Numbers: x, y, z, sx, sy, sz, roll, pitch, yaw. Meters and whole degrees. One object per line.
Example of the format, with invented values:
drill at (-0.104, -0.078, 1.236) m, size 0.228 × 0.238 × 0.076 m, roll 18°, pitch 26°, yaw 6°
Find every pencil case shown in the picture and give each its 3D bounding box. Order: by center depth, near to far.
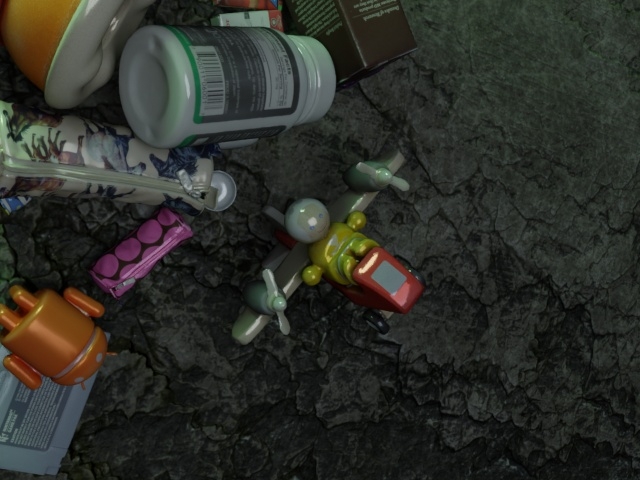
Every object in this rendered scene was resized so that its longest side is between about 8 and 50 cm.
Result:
pencil case at (-0.383, -0.136, 1.236) m, size 0.411 × 0.184 × 0.159 m, roll 4°, pitch 106°, yaw -36°
pencil case at (-0.343, 0.024, 1.362) m, size 0.209 × 0.098 × 0.095 m, roll -45°, pitch 116°, yaw -15°

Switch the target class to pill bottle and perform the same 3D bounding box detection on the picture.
pill bottle at (-0.155, -0.280, 1.261) m, size 0.361 × 0.204 × 0.204 m, roll -15°, pitch 107°, yaw -44°

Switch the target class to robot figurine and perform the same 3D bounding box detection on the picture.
robot figurine at (-0.470, 0.170, 1.244) m, size 0.219 × 0.128 × 0.158 m, roll 47°, pitch 33°, yaw -26°

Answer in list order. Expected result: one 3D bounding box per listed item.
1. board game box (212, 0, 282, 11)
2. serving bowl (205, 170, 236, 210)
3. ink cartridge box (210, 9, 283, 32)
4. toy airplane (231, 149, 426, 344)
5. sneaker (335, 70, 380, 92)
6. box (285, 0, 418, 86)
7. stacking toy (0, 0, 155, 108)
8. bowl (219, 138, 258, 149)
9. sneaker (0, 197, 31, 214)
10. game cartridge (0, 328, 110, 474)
board game box at (-0.143, -0.607, 1.398) m, size 0.145 × 0.027 × 0.281 m, roll -4°, pitch 101°, yaw -27°
serving bowl at (-0.217, -0.103, 1.447) m, size 0.083 × 0.027 × 0.083 m, roll -5°, pitch 101°, yaw -27°
ink cartridge box at (-0.145, -0.407, 1.415) m, size 0.135 × 0.056 × 0.099 m, roll -13°, pitch 105°, yaw -26°
toy airplane at (0.000, 0.000, 1.390) m, size 0.272 × 0.385 × 0.385 m, roll 53°, pitch 29°, yaw -48°
sneaker at (0.104, -0.388, 1.529) m, size 0.224 × 0.098 × 0.083 m, roll -40°, pitch 115°, yaw -17°
box at (0.023, -0.499, 1.340) m, size 0.143 × 0.191 × 0.381 m, roll -24°, pitch 98°, yaw -24°
stacking toy at (-0.512, -0.465, 1.101) m, size 0.480 × 0.351 × 0.350 m, roll 31°, pitch 83°, yaw -14°
bowl at (-0.186, -0.255, 1.424) m, size 0.142 × 0.053 × 0.142 m, roll -10°, pitch 105°, yaw -26°
sneaker at (-0.563, -0.120, 1.246) m, size 0.059 × 0.053 × 0.144 m, roll -27°, pitch 116°, yaw -28°
game cartridge at (-0.544, 0.286, 1.328) m, size 0.198 × 0.062 × 0.297 m, roll 22°, pitch 88°, yaw -25°
